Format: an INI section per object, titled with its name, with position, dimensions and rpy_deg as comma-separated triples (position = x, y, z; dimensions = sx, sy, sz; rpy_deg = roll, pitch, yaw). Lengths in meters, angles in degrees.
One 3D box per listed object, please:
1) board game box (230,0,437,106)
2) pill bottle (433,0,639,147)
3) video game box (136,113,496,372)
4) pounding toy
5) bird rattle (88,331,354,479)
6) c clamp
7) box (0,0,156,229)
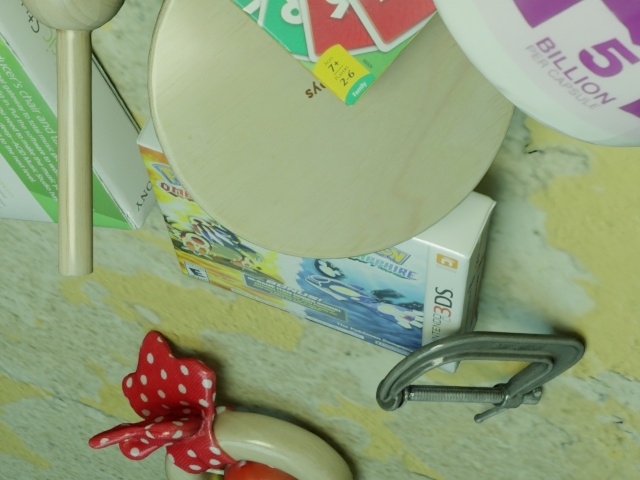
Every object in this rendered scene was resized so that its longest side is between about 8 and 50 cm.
[board game box]
position = -0.041, -0.187, 0.560
dimensions = 0.259, 0.124, 0.039
rpy_deg = 40, -174, -16
[pill bottle]
position = 0.176, -0.152, 0.402
dimensions = 0.169, 0.169, 0.301
rpy_deg = 40, 144, -18
[video game box]
position = 0.000, 0.000, 0.811
dimensions = 0.205, 0.048, 0.187
rpy_deg = 19, 155, 12
[pounding toy]
position = -0.027, -0.089, 0.670
dimensions = 0.236, 0.110, 0.183
rpy_deg = -7, 109, -9
[bird rattle]
position = -0.072, 0.189, 1.116
dimensions = 0.206, 0.143, 0.254
rpy_deg = 8, 130, 8
[c clamp]
position = 0.099, 0.094, 0.853
dimensions = 0.160, 0.022, 0.137
rpy_deg = 10, 146, -40
[box]
position = -0.285, -0.109, 0.878
dimensions = 0.322, 0.058, 0.232
rpy_deg = 7, 144, 30
